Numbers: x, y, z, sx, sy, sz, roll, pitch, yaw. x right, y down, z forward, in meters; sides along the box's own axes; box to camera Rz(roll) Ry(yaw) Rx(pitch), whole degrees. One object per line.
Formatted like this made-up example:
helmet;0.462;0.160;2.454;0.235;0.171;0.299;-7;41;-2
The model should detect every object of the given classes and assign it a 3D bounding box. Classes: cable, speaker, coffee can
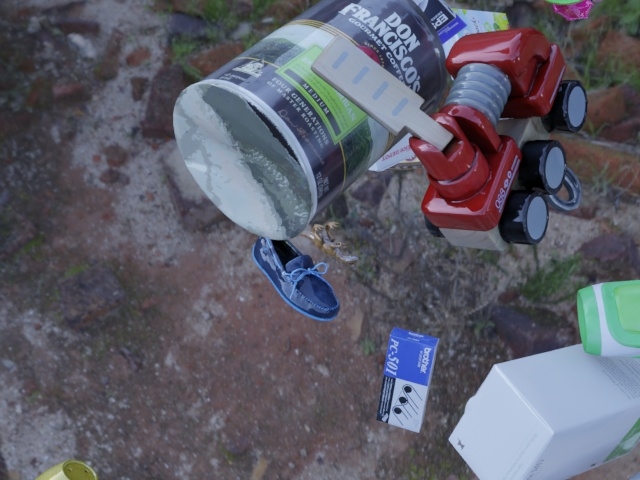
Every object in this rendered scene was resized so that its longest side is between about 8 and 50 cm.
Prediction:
cable;0.392;-0.192;1.337;0.140;0.072;0.287;-6;74;-18
speaker;0.587;0.123;1.232;0.297;0.131;0.131;-6;53;13
coffee can;-0.006;-0.159;0.885;0.202;0.201;0.275;28;53;26

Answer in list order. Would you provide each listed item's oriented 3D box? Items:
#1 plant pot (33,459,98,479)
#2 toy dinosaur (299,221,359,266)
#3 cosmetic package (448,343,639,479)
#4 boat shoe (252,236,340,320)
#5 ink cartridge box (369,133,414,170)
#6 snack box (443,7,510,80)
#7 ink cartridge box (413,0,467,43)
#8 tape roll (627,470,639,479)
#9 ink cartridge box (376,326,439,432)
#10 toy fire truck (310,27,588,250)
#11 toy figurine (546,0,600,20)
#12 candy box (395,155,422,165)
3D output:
plant pot;-0.441;0.440;1.295;0.134;0.134;0.095;39;103;30
toy dinosaur;0.000;0.000;1.869;0.211;0.112;0.064;33;46;29
cosmetic package;0.431;0.302;1.308;0.366;0.197;0.155;-7;42;-35
boat shoe;-0.057;0.067;1.576;0.258;0.089;0.109;38;37;25
ink cartridge box;0.120;-0.250;1.473;0.082;0.190;0.140;17;34;42
snack box;0.414;-0.505;1.939;0.207;0.070;0.174;-8;78;-32
ink cartridge box;0.192;-0.475;1.675;0.206;0.208;0.045;-33;41;31
tape roll;0.636;0.544;1.196;0.392;0.072;0.392;18;49;-22
ink cartridge box;0.180;0.291;1.554;0.097;0.207;0.046;13;21;15
toy fire truck;0.133;-0.137;0.746;0.159;0.246;0.217;7;63;42
toy figurine;0.444;-0.432;1.245;0.173;0.159;0.130;-5;82;22
candy box;0.258;-0.210;1.674;0.317;0.183;0.087;-1;90;16
